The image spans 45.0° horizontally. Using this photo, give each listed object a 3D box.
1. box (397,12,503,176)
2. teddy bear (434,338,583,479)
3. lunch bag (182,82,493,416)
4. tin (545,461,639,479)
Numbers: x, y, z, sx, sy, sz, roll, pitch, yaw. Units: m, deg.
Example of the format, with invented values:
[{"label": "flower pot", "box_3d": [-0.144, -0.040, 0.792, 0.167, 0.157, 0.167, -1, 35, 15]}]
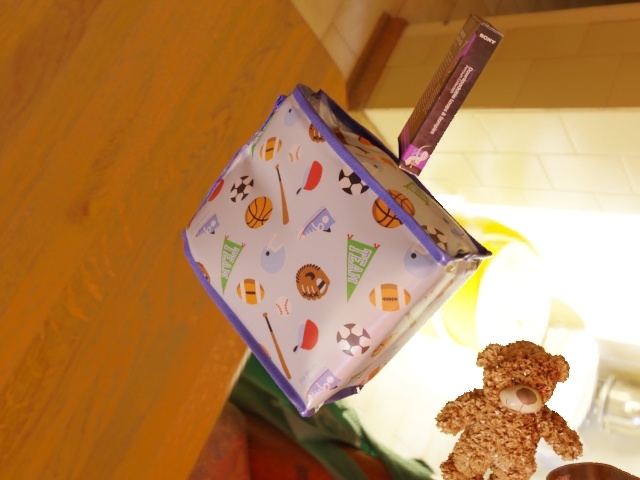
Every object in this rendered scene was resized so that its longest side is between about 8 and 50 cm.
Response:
[{"label": "box", "box_3d": [0.131, -0.155, 0.809, 0.162, 0.029, 0.116, -61, -174, 22]}, {"label": "teddy bear", "box_3d": [0.321, 0.338, 1.352, 0.113, 0.245, 0.338, -31, 155, -56]}, {"label": "lunch bag", "box_3d": [0.000, 0.000, 1.157, 0.327, 0.385, 0.239, -51, 159, 18]}, {"label": "tin", "box_3d": [0.398, 0.358, 1.071, 0.190, 0.106, 0.040, 26, 49, -21]}]
